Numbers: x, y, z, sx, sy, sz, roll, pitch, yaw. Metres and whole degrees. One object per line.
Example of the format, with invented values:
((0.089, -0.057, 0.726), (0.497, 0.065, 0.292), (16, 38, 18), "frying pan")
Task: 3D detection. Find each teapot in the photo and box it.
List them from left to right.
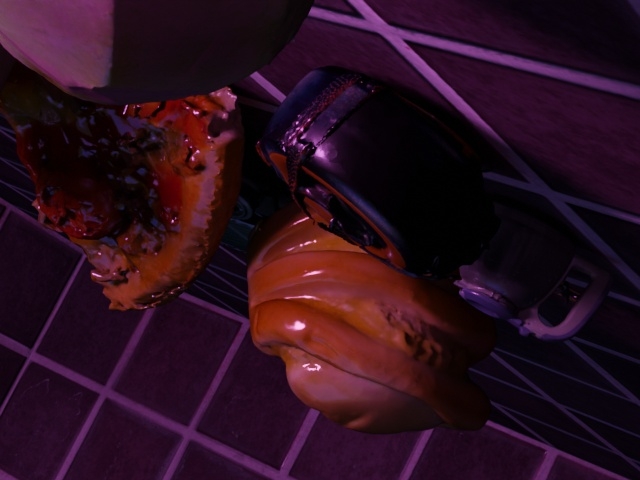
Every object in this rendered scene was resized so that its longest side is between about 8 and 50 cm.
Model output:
((0.200, 0.035, 1.695), (0.149, 0.108, 0.111), (32, 172, -27), "teapot")

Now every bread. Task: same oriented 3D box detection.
((0.073, 0.083, 1.896), (0.316, 0.211, 0.270), (28, -145, -29), "bread")

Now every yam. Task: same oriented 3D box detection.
((0.258, 0.050, 1.927), (0.107, 0.014, 0.014), (24, 171, 24), "yam")

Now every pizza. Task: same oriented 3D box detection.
((-0.275, -0.109, 1.896), (0.406, 0.130, 0.440), (42, 145, 6), "pizza")

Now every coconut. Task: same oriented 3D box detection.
((-0.120, -0.178, 1.015), (0.236, 0.236, 0.204), (27, 138, 1), "coconut")

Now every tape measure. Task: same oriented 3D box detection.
((0.049, -0.059, 1.516), (0.202, 0.135, 0.223), (31, 171, 46), "tape measure")

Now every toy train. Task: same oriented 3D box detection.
((-0.142, -0.075, 2.018), (0.269, 0.115, 0.154), (18, 149, 10), "toy train")

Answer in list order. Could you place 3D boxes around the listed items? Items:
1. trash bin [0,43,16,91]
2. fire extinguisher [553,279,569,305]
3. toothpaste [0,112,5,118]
((-0.404, -0.198, 1.682), (0.243, 0.247, 0.121), (20, 169, 34), "trash bin")
((0.204, 0.016, 1.803), (0.157, 0.045, 0.078), (28, 150, 4), "fire extinguisher")
((-0.321, -0.150, 2.265), (0.336, 0.081, 0.067), (30, 172, -20), "toothpaste")
